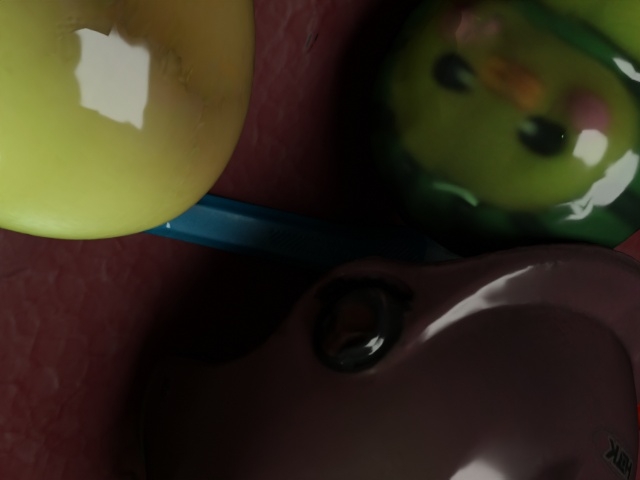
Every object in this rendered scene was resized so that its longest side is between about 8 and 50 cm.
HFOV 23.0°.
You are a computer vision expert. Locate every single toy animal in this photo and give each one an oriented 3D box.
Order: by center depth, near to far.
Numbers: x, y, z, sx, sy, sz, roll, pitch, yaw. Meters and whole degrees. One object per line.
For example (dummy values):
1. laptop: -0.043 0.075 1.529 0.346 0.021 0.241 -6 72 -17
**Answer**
1. toy animal: 0.174 -0.127 0.937 0.338 0.216 0.191 -52 162 0

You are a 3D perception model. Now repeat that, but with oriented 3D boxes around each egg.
1. egg: -0.128 -0.110 0.674 0.201 0.244 0.201 -35 164 -11

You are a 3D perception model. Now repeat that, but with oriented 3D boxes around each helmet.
1. helmet: 0.053 0.154 0.909 0.338 0.197 0.271 -19 143 18

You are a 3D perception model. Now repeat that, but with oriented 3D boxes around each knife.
1. knife: -0.001 -0.001 0.980 0.297 0.026 0.044 14 102 -40

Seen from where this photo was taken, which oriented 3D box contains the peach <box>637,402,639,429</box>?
1. peach: 0.180 0.080 1.107 0.151 0.118 0.151 -8 104 -34
